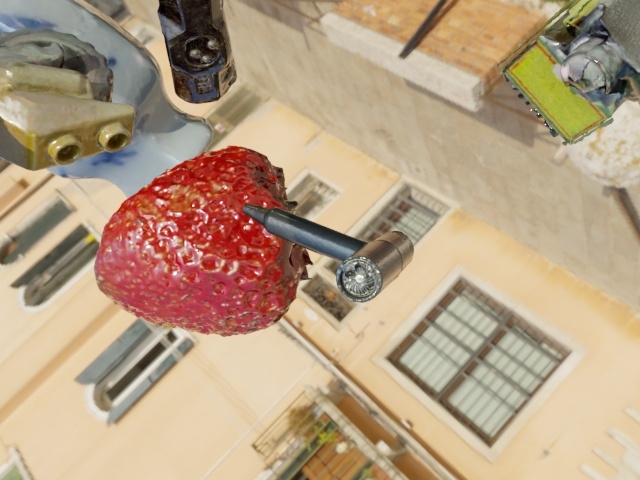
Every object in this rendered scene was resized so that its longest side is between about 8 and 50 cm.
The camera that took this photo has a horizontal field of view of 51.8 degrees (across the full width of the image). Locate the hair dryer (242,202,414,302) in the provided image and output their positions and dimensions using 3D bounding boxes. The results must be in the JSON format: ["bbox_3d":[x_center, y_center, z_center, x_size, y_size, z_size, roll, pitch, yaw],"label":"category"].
[{"bbox_3d":[-0.009,0.000,0.682,0.194,0.050,0.173,18,-169,13],"label":"hair dryer"}]

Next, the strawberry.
[{"bbox_3d":[-0.156,0.016,0.874,0.257,0.276,0.257,164,90,-74],"label":"strawberry"}]

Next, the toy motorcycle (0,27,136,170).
[{"bbox_3d":[-0.194,-0.040,0.309,0.130,0.229,0.094,50,141,22],"label":"toy motorcycle"}]

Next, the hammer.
[{"bbox_3d":[-0.190,-0.416,0.921,0.242,0.095,0.409,91,169,-64],"label":"hammer"}]

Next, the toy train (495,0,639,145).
[{"bbox_3d":[0.318,-0.217,0.682,0.134,0.261,0.177,48,155,0],"label":"toy train"}]

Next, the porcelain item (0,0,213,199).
[{"bbox_3d":[-0.370,-0.228,0.976,0.405,0.242,0.178,40,-147,-25],"label":"porcelain item"}]
